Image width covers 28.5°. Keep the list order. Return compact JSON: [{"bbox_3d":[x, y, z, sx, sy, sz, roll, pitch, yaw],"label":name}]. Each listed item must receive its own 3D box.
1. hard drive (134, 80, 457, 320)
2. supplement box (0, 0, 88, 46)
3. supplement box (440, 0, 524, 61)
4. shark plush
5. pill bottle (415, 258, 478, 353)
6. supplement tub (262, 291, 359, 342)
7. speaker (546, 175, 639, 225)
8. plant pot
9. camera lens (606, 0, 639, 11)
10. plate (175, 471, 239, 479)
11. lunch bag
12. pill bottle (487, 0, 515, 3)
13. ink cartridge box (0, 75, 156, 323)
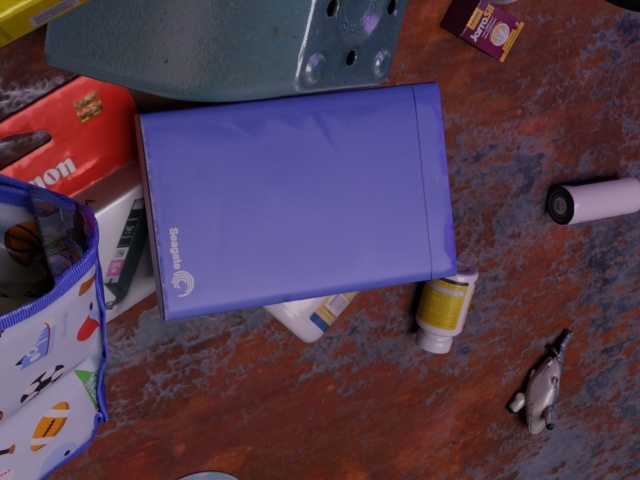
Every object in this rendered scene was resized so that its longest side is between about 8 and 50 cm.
[{"bbox_3d":[-0.020,-0.044,1.308,0.319,0.040,0.210,-8,97,-16],"label":"hard drive"},{"bbox_3d":[-0.342,-0.209,0.940,0.357,0.195,0.194,-30,99,-6],"label":"supplement box"},{"bbox_3d":[0.192,-0.255,1.489,0.083,0.043,0.055,21,102,-40],"label":"supplement box"},{"bbox_3d":[0.329,0.207,1.854,0.067,0.073,0.161,15,84,-60],"label":"shark plush"},{"bbox_3d":[0.160,0.085,1.636,0.065,0.065,0.116,-1,114,-36],"label":"pill bottle"},{"bbox_3d":[0.000,0.000,1.419,0.199,0.144,0.144,-49,132,-4],"label":"supplement tub"},{"bbox_3d":[0.378,-0.055,1.725,0.136,0.055,0.055,-9,119,-32],"label":"speaker"},{"bbox_3d":[-0.057,-0.242,1.132,0.247,0.252,0.247,-15,125,-53],"label":"plant pot"},{"bbox_3d":[0.350,-0.375,1.222,0.274,0.219,0.219,-48,132,-14],"label":"camera lens"},{"bbox_3d":[-0.162,0.377,1.587,0.188,0.024,0.188,-17,123,-27],"label":"plate"},{"bbox_3d":[-0.374,0.106,1.068,0.386,0.238,0.327,-10,145,-16],"label":"lunch bag"},{"bbox_3d":[0.278,-0.392,1.399,0.283,0.160,0.160,-32,129,-19],"label":"pill bottle"},{"bbox_3d":[-0.266,-0.016,1.278,0.275,0.060,0.238,-34,131,-17],"label":"ink cartridge box"}]
